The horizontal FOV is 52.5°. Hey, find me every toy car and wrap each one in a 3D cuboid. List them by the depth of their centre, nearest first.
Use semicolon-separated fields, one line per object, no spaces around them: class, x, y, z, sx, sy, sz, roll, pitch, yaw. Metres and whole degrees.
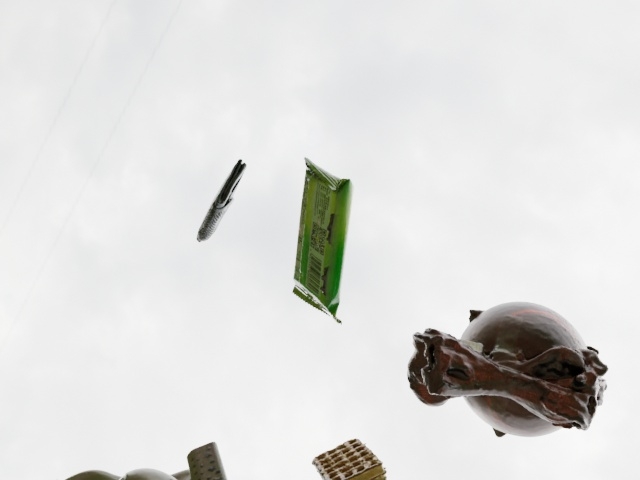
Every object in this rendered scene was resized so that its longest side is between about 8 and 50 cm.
toy car;-0.355;0.534;1.253;0.242;0.336;0.226;-136;-126;-64

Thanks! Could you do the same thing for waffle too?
waffle;0.049;0.393;1.113;0.148;0.102;0.042;179;-110;-77

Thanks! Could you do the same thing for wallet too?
wallet;-0.144;-0.053;0.944;0.129;0.026;0.088;-45;-161;56

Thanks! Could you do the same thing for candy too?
candy;0.001;0.000;0.759;0.102;0.032;0.178;36;-55;55

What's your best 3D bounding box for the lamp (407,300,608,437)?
lamp;0.209;0.134;0.717;0.215;0.223;0.151;4;-113;13
